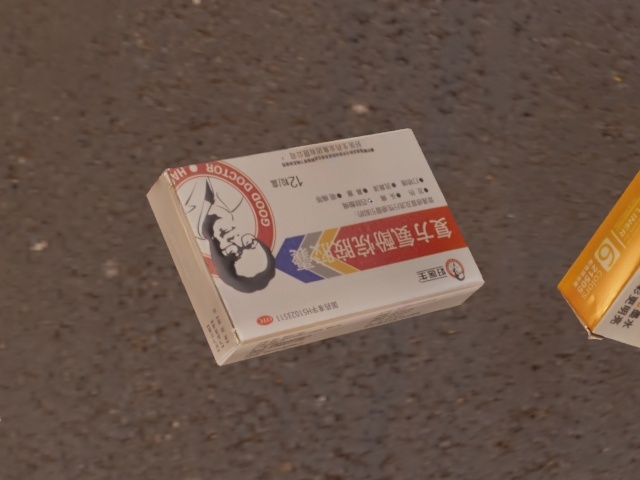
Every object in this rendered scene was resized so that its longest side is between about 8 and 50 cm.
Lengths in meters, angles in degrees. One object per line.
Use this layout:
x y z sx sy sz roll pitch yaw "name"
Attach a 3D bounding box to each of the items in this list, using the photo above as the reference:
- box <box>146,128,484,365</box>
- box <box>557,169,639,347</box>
0.000 0.000 1.803 0.069 0.353 0.214 -46 63 51 "box"
0.405 -0.007 1.644 0.274 0.221 0.091 -60 34 24 "box"
